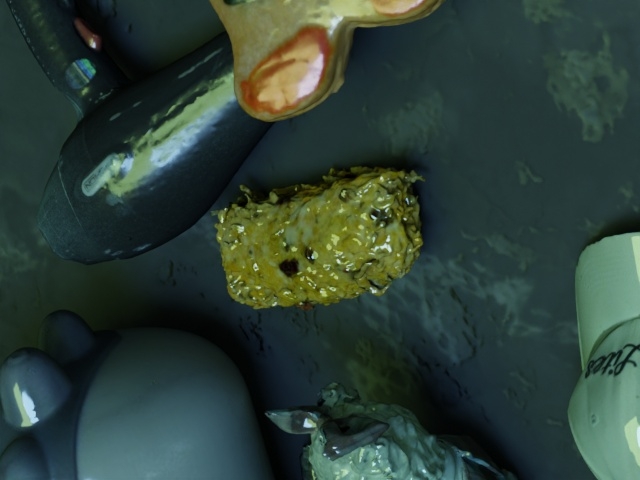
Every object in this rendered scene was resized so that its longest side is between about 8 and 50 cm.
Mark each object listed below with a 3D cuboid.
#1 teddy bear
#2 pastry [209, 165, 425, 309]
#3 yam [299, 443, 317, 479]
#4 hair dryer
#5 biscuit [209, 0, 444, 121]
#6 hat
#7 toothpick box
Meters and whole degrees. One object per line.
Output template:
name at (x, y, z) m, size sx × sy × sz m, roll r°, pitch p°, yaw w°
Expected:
teddy bear at (0.064, 0.153, 0.735) m, size 0.213 × 0.111 × 0.133 m, roll 64°, pitch 169°, yaw -28°
pastry at (0.000, 0.000, 0.751) m, size 0.140 × 0.056 × 0.080 m, roll -3°, pitch 101°, yaw 41°
yam at (0.006, 0.188, 0.848) m, size 0.027 × 0.033 × 0.129 m, roll 17°, pitch 118°, yaw 58°
hair dryer at (-0.128, -0.140, 0.762) m, size 0.235 × 0.091 × 0.272 m, roll -38°, pitch 84°, yaw 29°
biscuit at (-0.047, -0.187, 0.675) m, size 0.165 × 0.036 × 0.250 m, roll -40°, pitch 75°, yaw 18°
hat at (0.183, 0.075, 0.655) m, size 0.122 × 0.081 × 0.166 m, roll -6°, pitch 97°, yaw 32°
toothpick box at (-0.124, 0.195, 0.807) m, size 0.229 × 0.229 × 0.316 m, roll -4°, pitch 107°, yaw 34°
